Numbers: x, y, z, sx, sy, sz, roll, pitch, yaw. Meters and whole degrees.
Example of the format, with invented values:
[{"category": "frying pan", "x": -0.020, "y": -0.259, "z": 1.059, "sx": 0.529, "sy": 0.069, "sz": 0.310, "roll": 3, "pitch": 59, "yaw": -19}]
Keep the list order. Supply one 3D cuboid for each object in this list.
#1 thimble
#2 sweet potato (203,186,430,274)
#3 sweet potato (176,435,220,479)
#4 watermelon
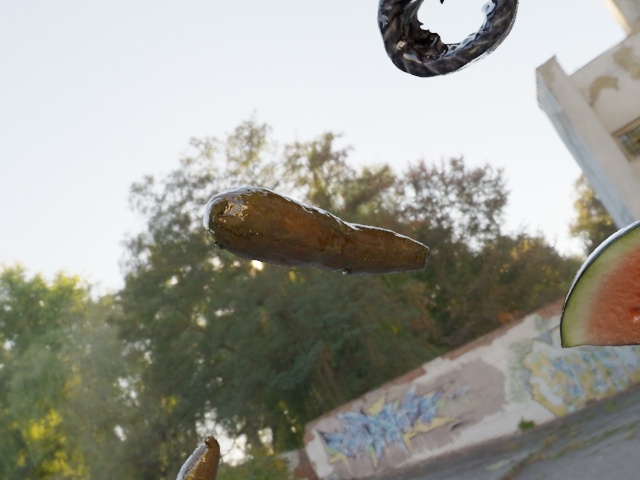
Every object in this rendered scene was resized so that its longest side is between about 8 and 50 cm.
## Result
[{"category": "thimble", "x": 0.100, "y": -0.176, "z": 0.544, "sx": 0.104, "sy": 0.095, "sz": 0.066, "roll": 7, "pitch": 24, "yaw": 16}, {"category": "sweet potato", "x": 0.000, "y": 0.000, "z": 0.724, "sx": 0.273, "sy": 0.075, "sz": 0.075, "roll": 14, "pitch": -40, "yaw": -34}, {"category": "sweet potato", "x": -0.077, "y": 0.169, "z": 0.418, "sx": 0.026, "sy": 0.115, "sz": 0.026, "roll": 7, "pitch": 10, "yaw": -1}, {"category": "watermelon", "x": 0.342, "y": 0.041, "z": 0.747, "sx": 0.193, "sy": 0.137, "sz": 0.145, "roll": -51, "pitch": -4, "yaw": 21}]
